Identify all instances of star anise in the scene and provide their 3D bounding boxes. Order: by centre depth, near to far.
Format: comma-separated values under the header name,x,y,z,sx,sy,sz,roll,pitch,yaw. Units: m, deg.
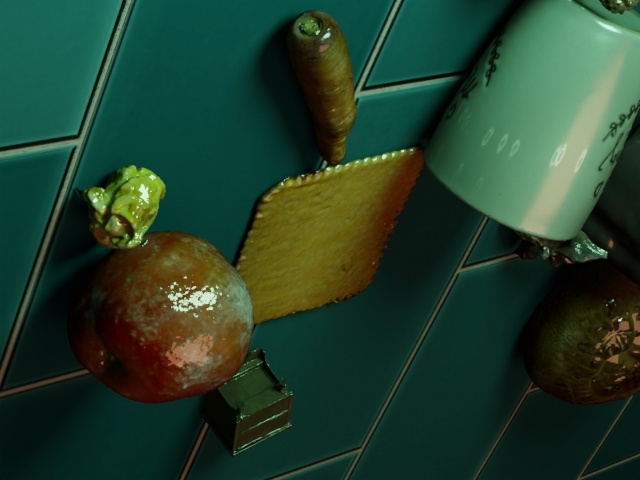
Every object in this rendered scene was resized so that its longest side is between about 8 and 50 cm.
name,x,y,z,sx,sy,sz,roll,pitch,yaw
star anise,0.291,0.001,2.170,0.056,0.129,0.124,-64,156,-24

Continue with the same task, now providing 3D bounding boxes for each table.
name,x,y,z,sx,sy,sz,roll,pitch,yaw
table,-0.082,0.182,2.019,0.083,0.070,0.082,-25,148,-26

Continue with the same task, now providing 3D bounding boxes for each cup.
name,x,y,z,sx,sy,sz,roll,pitch,yaw
cup,0.249,-0.155,1.884,0.234,0.186,0.258,-63,175,20

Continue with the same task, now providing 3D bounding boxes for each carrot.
name,x,y,z,sx,sy,sz,roll,pitch,yaw
carrot,0.006,-0.142,1.703,0.059,0.059,0.248,-35,154,-11

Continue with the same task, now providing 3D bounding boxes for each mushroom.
name,x,y,z,sx,sy,sz,roll,pitch,yaw
mushroom,0.395,0.123,2.437,0.253,0.153,0.253,-20,140,-18

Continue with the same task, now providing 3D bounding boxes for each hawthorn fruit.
name,x,y,z,sx,sy,sz,roll,pitch,yaw
hawthorn fruit,-0.155,0.074,1.693,0.173,0.173,0.173,-30,149,-20

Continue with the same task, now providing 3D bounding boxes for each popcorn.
name,x,y,z,sx,sy,sz,roll,pitch,yaw
popcorn,-0.188,-0.032,1.623,0.084,0.084,0.084,-30,149,-20

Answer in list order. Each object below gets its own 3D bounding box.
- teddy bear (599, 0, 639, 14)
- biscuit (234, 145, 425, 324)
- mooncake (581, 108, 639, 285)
name,x,y,z,sx,sy,sz,roll,pitch,yaw
teddy bear,0.284,-0.314,1.734,0.251,0.182,0.129,-22,-178,-33
biscuit,0.000,0.000,1.929,0.237,0.013,0.232,-15,142,-38
mooncake,0.441,-0.079,2.217,0.283,0.141,0.283,-39,156,-22
